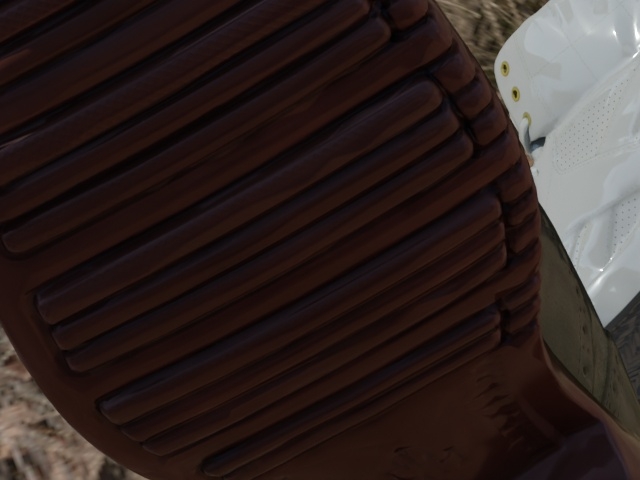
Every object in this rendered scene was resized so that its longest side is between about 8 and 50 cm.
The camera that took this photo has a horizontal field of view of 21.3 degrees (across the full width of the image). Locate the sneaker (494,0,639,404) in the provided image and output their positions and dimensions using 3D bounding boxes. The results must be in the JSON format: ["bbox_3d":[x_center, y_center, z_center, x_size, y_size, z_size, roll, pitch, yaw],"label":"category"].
[{"bbox_3d":[0.141,-0.012,0.886,0.292,0.108,0.169,-61,41,23],"label":"sneaker"}]

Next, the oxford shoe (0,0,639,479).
[{"bbox_3d":[0.000,0.000,0.516,0.140,0.397,0.146,-24,44,9],"label":"oxford shoe"}]
